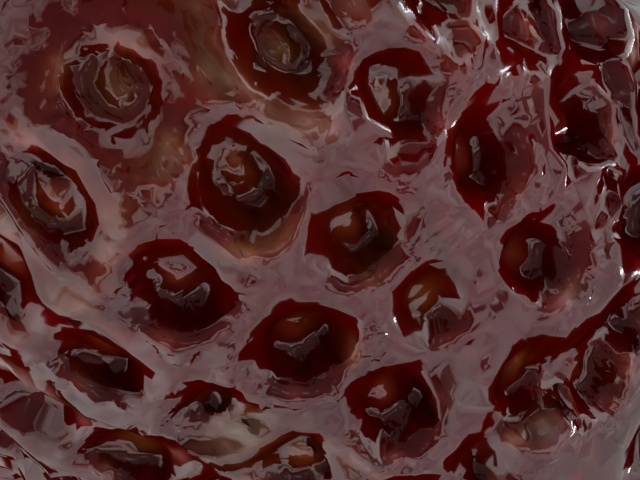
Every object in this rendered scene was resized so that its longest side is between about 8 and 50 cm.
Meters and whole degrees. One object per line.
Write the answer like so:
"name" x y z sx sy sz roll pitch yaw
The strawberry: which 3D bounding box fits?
"strawberry" 0.000 0.000 0.647 0.317 0.345 0.295 -12 -104 6
